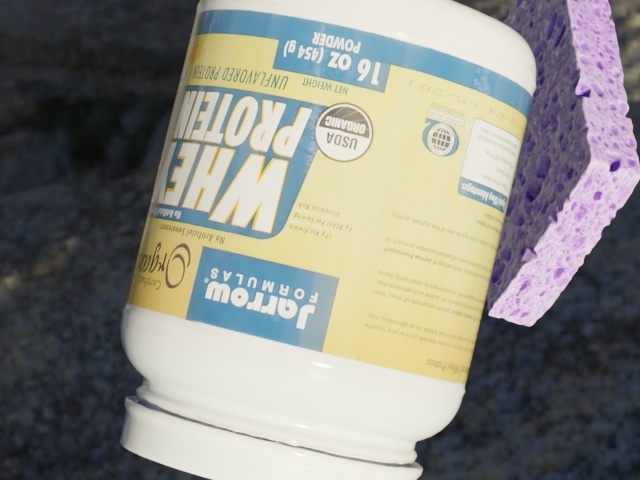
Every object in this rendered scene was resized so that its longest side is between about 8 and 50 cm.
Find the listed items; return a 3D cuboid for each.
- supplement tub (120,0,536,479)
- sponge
[{"bbox_3d":[0.000,0.000,0.693,0.144,0.199,0.144,13,-3,1],"label":"supplement tub"},{"bbox_3d":[0.123,-0.067,0.918,0.031,0.117,0.210,16,42,-14],"label":"sponge"}]
